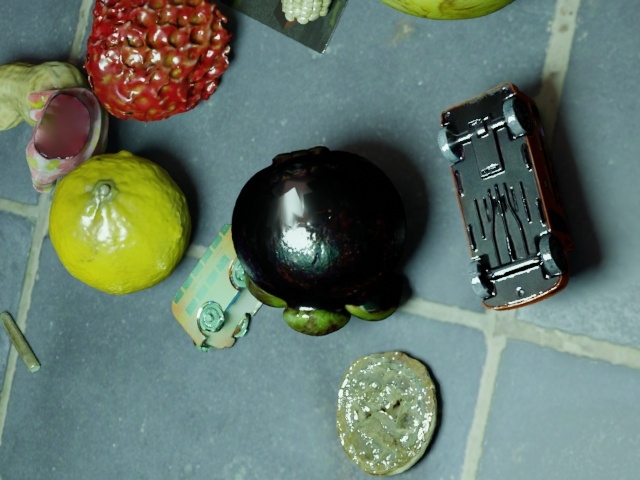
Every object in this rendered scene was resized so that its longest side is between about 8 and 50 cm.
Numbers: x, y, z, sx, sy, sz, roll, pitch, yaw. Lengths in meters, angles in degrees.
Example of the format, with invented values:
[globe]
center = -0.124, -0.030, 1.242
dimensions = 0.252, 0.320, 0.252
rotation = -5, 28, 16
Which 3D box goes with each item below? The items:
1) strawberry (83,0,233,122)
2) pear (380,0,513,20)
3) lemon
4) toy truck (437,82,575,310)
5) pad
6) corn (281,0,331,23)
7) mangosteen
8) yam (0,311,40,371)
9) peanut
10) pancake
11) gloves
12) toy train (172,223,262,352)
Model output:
[strawberry]
center = -0.258, -0.254, 1.742
dimensions = 0.234, 0.178, 0.234
rotation = 17, 128, 23
[pear]
center = 0.154, -0.384, 1.466
dimensions = 0.283, 0.283, 0.283
rotation = -5, 81, 33
[lemon]
center = -0.273, -0.023, 1.736
dimensions = 0.192, 0.231, 0.192
rotation = -1, 72, 3
[toy truck]
center = 0.223, -0.045, 1.464
dimensions = 0.107, 0.114, 0.252
rotation = -21, 71, 30
[pad]
center = -0.043, -0.359, 1.748
dimensions = 0.211, 0.003, 0.143
rotation = 31, 102, 32
[corn]
center = 0.002, -0.366, 1.634
dimensions = 0.211, 0.087, 0.087
rotation = 108, 140, -60
[mangosteen]
center = 0.000, 0.000, 1.557
dimensions = 0.243, 0.243, 0.243
rotation = -5, 81, 33
[yam]
center = -0.467, 0.156, 1.955
dimensions = 0.021, 0.021, 0.116
rotation = -47, 63, 20
[peanut]
center = -0.446, -0.224, 1.947
dimensions = 0.229, 0.098, 0.103
rotation = 2, 58, 37
[pancake]
center = 0.083, 0.215, 1.578
dimensions = 0.158, 0.028, 0.158
rotation = -7, 78, 36
[gloves]
center = -0.361, -0.145, 1.809
dimensions = 0.126, 0.241, 0.145
rotation = -6, 90, -3
[toy train]
center = -0.125, 0.063, 1.707
dimensions = 0.099, 0.072, 0.188
rotation = 46, 109, 29
